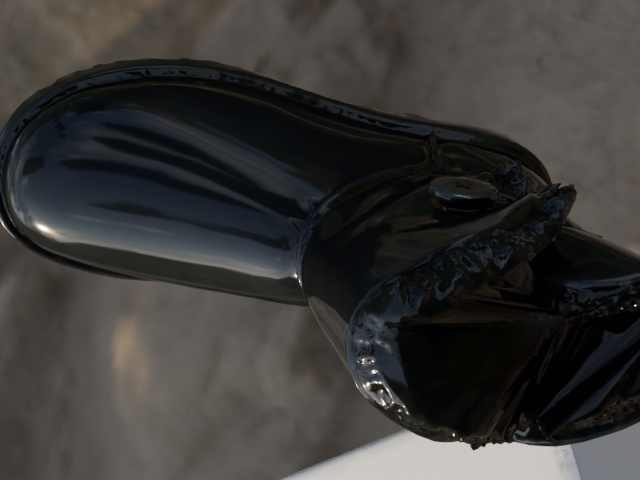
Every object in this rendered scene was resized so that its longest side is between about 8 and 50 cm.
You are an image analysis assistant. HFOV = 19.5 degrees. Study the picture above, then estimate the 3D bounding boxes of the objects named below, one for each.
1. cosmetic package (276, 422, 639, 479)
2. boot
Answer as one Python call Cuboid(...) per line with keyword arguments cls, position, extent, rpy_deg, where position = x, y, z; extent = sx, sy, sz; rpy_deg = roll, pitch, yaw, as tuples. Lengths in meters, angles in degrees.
Cuboid(cls="cosmetic package", position=(0.082, 0.197, 1.106), extent=(0.453, 0.230, 0.161), rpy_deg=(-28, 73, 48))
Cuboid(cls="boot", position=(0.000, 0.000, 0.698), extent=(0.207, 0.246, 0.094), rpy_deg=(-122, 40, -72))
